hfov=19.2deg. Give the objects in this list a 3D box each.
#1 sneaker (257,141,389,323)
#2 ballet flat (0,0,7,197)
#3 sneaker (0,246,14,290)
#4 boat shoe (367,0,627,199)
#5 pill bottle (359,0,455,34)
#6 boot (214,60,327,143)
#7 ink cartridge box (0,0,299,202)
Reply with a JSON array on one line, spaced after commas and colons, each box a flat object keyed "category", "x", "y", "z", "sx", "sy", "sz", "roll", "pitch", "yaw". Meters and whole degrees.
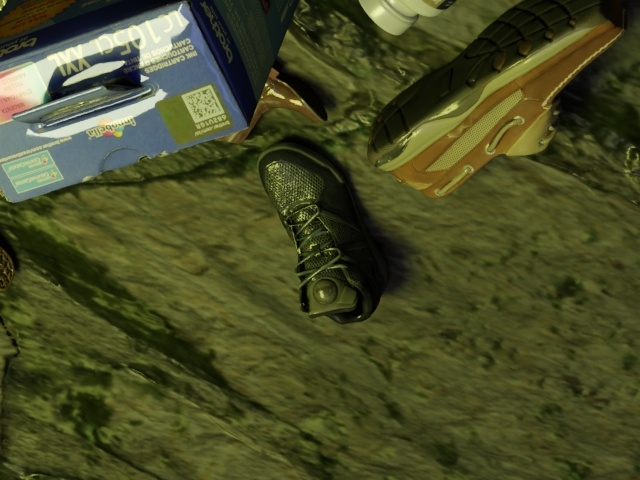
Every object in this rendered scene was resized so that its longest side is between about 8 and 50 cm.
[{"category": "sneaker", "x": 0.000, "y": 0.000, "z": 2.113, "sx": 0.087, "sy": 0.130, "sz": 0.227, "roll": -21, "pitch": 113, "yaw": 19}, {"category": "ballet flat", "x": -0.390, "y": -0.237, "z": 1.974, "sx": 0.164, "sy": 0.182, "sz": 0.482, "roll": -4, "pitch": 115, "yaw": 5}, {"category": "sneaker", "x": -0.442, "y": -0.009, "z": 2.207, "sx": 0.086, "sy": 0.064, "sz": 0.192, "roll": -5, "pitch": 133, "yaw": 33}, {"category": "boat shoe", "x": 0.197, "y": -0.151, "z": 2.001, "sx": 0.324, "sy": 0.122, "sz": 0.120, "roll": -32, "pitch": 117, "yaw": 34}, {"category": "pill bottle", "x": 0.118, "y": -0.289, "z": 1.934, "sx": 0.094, "sy": 0.094, "sz": 0.169, "roll": 41, "pitch": 119, "yaw": -15}, {"category": "boot", "x": -0.063, "y": -0.136, "z": 2.092, "sx": 0.106, "sy": 0.037, "sz": 0.114, "roll": 43, "pitch": 116, "yaw": -2}, {"category": "ink cartridge box", "x": -0.189, "y": -0.190, "z": 1.869, "sx": 0.270, "sy": 0.395, "sz": 0.151, "roll": -17, "pitch": 117, "yaw": 18}]
